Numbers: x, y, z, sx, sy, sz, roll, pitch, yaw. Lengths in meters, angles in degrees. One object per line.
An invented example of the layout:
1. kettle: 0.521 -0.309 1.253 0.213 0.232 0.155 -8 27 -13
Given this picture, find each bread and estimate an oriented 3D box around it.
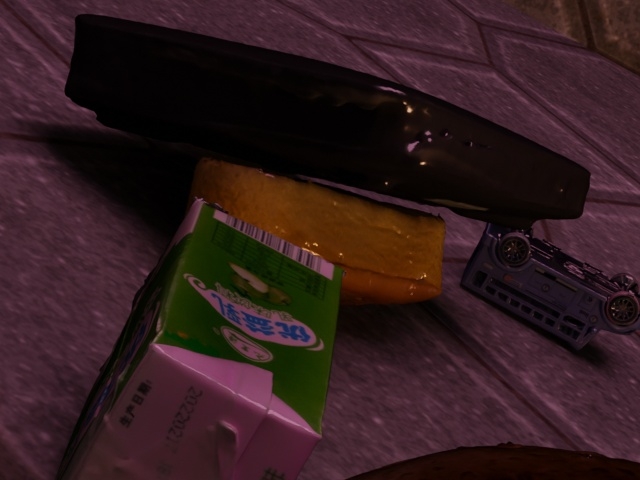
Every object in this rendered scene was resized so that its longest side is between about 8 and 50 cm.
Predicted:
1. bread: 0.000 0.000 1.478 0.102 0.094 0.245 8 -4 44

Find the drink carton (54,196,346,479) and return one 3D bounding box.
1. drink carton: -0.074 0.095 1.079 0.108 0.161 0.271 28 17 -6

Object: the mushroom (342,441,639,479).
1. mushroom: 0.094 0.214 0.880 0.345 0.239 0.345 22 28 -13

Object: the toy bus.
1. toy bus: 0.215 0.044 1.749 0.167 0.076 0.073 29 18 1

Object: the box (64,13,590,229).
1. box: 0.009 -0.090 1.557 0.350 0.091 0.359 16 2 32
